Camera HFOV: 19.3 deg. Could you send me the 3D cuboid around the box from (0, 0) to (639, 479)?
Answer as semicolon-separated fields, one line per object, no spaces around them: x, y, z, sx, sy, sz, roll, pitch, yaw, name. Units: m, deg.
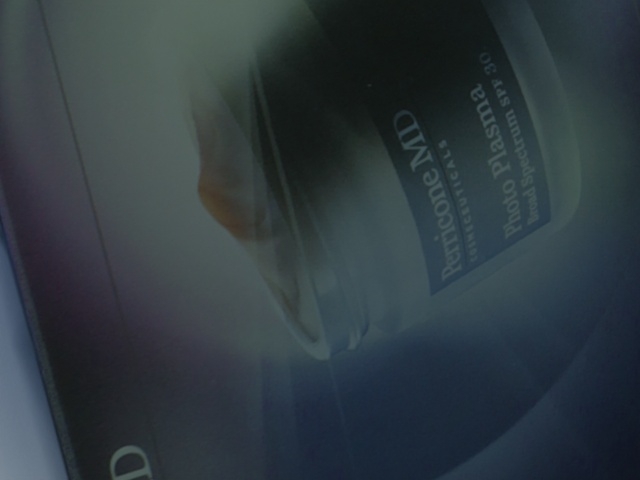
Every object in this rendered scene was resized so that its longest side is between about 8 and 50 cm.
0.000;0.000;0.705;0.294;0.296;0.182;-18;8;-25;box
